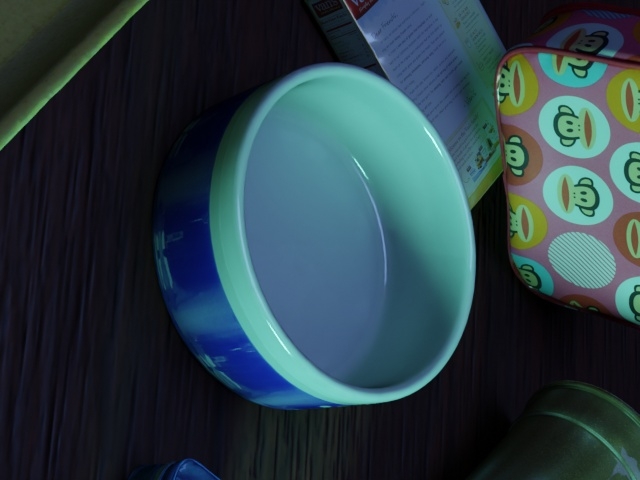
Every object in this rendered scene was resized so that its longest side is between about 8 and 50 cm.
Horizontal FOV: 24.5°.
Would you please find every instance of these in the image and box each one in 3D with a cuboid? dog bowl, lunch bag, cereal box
[{"bbox_3d":[0.000,0.000,1.160,0.265,0.104,0.264,13,71,-42],"label":"dog bowl"},{"bbox_3d":[-0.092,0.204,1.046,0.098,0.065,0.067,43,53,-29],"label":"lunch bag"},{"bbox_3d":[0.294,-0.056,1.309,0.120,0.258,0.293,-44,138,-41],"label":"lunch bag"},{"bbox_3d":[0.100,-0.162,1.340,0.173,0.047,0.240,-46,112,-41],"label":"cereal box"}]

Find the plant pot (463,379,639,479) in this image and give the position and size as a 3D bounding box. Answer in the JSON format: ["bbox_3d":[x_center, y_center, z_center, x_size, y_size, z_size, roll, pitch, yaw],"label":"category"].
[{"bbox_3d":[0.194,0.232,1.265,0.165,0.167,0.167,-33,103,-37],"label":"plant pot"}]

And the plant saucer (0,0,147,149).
[{"bbox_3d":[-0.277,-0.195,0.888,0.333,0.081,0.332,38,51,-2],"label":"plant saucer"}]
